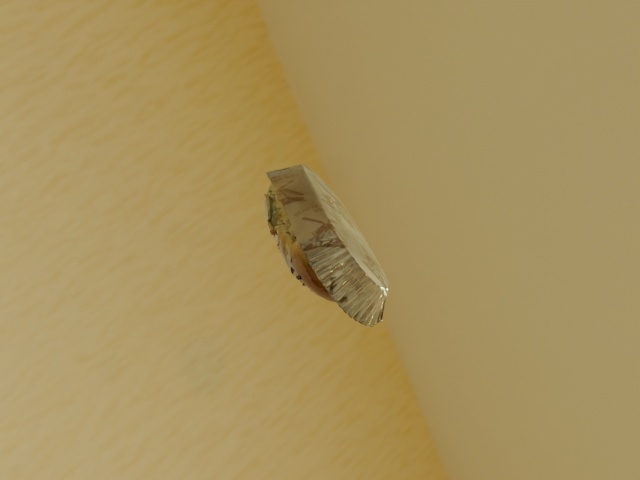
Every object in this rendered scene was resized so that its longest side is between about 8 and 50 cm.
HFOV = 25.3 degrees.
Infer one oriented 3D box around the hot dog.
[{"bbox_3d":[0.000,0.000,1.059,0.099,0.053,0.192,48,6,-31],"label":"hot dog"}]
